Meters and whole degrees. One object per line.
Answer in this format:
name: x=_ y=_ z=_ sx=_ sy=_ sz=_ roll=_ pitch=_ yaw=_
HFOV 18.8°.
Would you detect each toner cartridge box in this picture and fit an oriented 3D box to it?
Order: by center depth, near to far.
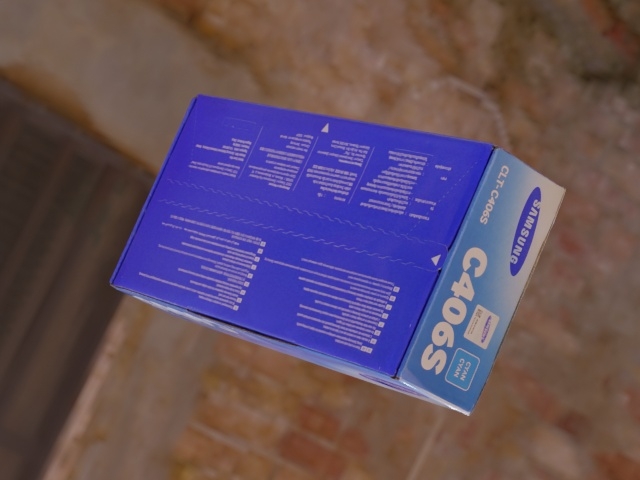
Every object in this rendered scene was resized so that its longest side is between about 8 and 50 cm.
toner cartridge box: x=0.000 y=0.000 z=1.354 sx=0.075 sy=0.165 sz=0.348 roll=28 pitch=172 yaw=-38
